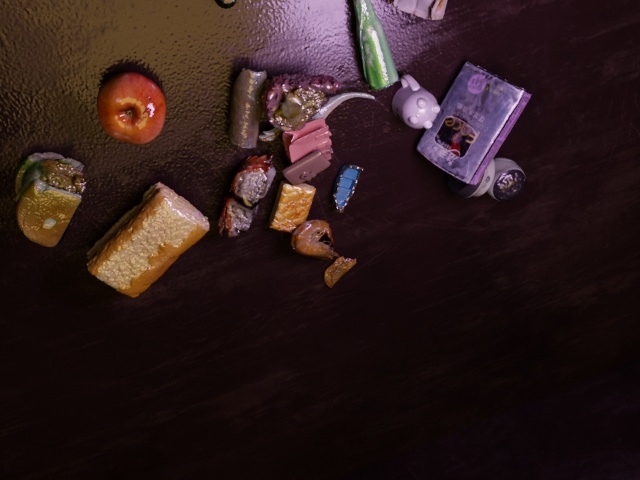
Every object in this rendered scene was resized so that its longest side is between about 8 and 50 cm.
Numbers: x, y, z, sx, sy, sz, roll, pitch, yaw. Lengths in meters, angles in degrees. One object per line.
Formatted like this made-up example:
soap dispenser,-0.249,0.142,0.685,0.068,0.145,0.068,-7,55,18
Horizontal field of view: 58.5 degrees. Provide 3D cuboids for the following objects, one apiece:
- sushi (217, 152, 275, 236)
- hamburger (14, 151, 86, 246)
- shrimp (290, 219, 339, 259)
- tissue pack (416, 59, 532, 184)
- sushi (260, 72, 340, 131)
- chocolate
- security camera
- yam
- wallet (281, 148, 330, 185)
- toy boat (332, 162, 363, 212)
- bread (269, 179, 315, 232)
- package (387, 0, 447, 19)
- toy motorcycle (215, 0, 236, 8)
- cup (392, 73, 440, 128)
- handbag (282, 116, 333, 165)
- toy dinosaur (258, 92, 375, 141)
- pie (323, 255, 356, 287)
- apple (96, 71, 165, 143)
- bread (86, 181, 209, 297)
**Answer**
sushi,-0.254,-0.154,1.962,0.130,0.124,0.332,18,115,-15
hamburger,-0.842,-0.136,1.747,0.192,0.167,0.288,24,111,-31
shrimp,0.000,0.000,2.150,0.287,0.063,0.152,22,105,-49
tissue pack,0.525,-0.403,1.982,0.122,0.259,0.361,2,124,-50
sushi,-0.062,-0.421,1.768,0.241,0.107,0.161,-6,130,-9
chocolate,0.166,-0.632,1.821,0.110,0.110,0.291,-24,123,-3
security camera,0.639,-0.242,2.165,0.277,0.191,0.196,8,116,-24
yam,-0.234,-0.421,1.813,0.106,0.106,0.259,2,119,-20
wallet,-0.046,-0.243,1.942,0.153,0.038,0.118,-31,157,10
toy boat,0.093,-0.191,2.081,0.075,0.077,0.185,14,115,-26
bread,-0.105,-0.121,2.063,0.126,0.068,0.188,8,118,-24
package,0.331,-0.847,1.729,0.165,0.221,0.311,24,120,14
toy motorcycle,-0.279,-0.763,1.596,0.122,0.082,0.213,-30,126,3
cup,0.335,-0.470,1.949,0.134,0.142,0.173,-1,120,-17
handbag,-0.038,-0.316,1.915,0.157,0.059,0.212,-25,159,-5
toy dinosaur,-0.020,-0.444,1.878,0.393,0.092,0.205,-13,123,-14
pie,0.069,0.119,2.295,0.092,0.034,0.170,33,112,-34
apple,-0.559,-0.386,1.689,0.210,0.164,0.209,-7,121,-12
bread,-0.574,0.005,1.927,0.375,0.165,0.237,-44,126,9
